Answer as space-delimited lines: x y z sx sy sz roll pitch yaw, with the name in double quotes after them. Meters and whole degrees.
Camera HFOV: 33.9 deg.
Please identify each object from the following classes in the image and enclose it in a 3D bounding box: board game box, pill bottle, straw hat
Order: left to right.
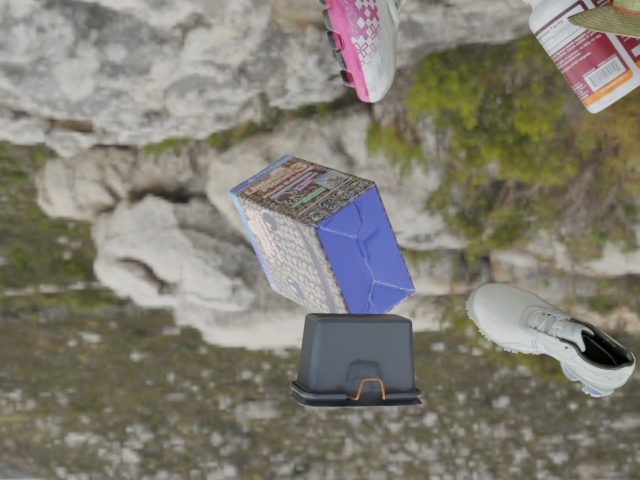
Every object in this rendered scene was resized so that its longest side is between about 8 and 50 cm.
0.000 0.000 1.873 0.141 0.232 0.291 -34 -151 -22 "board game box"
0.268 -0.212 1.064 0.086 0.152 0.086 -34 179 -1 "pill bottle"
0.286 -0.214 0.913 0.145 0.061 0.144 4 -160 -1 "straw hat"

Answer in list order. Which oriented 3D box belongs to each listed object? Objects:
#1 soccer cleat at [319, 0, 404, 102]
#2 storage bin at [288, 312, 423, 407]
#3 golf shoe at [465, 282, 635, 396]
0.057 -0.312 1.106 0.143 0.331 0.116 -13 167 3 "soccer cleat"
0.039 0.125 1.108 0.135 0.091 0.098 1 -177 -15 "storage bin"
0.232 0.086 1.039 0.176 0.069 0.086 27 160 3 "golf shoe"
